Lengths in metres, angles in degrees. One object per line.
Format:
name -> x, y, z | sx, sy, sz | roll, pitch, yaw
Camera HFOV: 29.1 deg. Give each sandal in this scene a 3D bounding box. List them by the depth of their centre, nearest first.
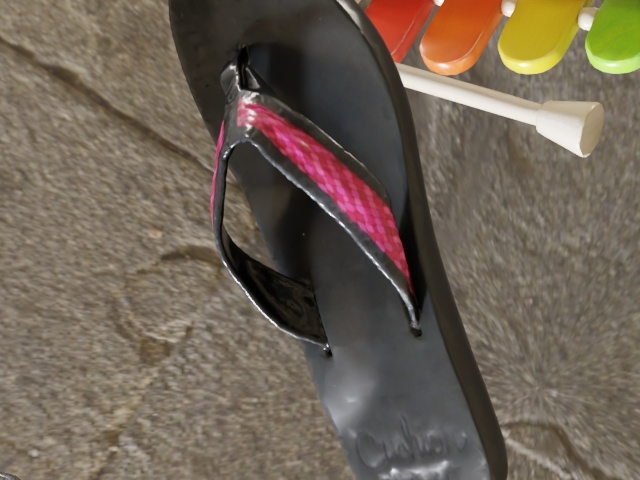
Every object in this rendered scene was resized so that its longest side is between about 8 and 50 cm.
sandal -> 0.000, 0.000, 0.342 | 0.067, 0.040, 0.179 | -23, 88, 43

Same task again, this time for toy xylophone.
toy xylophone -> 0.127, -0.156, 0.735 | 0.322, 0.081, 0.236 | 26, 73, 36

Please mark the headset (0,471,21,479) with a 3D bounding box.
headset -> -0.232, 0.151, 0.351 | 0.185, 0.394, 0.243 | 24, 112, 19
